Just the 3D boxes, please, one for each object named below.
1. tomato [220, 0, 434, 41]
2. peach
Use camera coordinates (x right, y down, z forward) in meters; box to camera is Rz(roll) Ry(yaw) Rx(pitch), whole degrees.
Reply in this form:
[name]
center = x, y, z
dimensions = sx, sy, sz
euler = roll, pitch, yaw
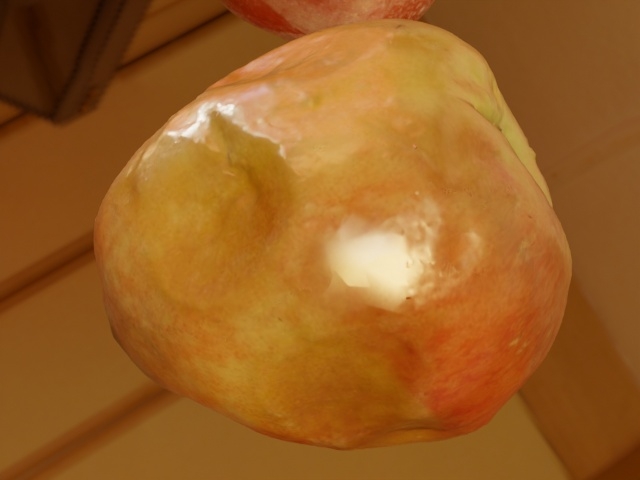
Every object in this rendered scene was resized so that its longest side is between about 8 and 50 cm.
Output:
[tomato]
center = 0.010, -0.331, 1.564
dimensions = 0.270, 0.270, 0.227
euler = 50, -29, 23
[peach]
center = 0.000, 0.000, 0.770
dimensions = 0.214, 0.236, 0.214
euler = -15, 90, -80
